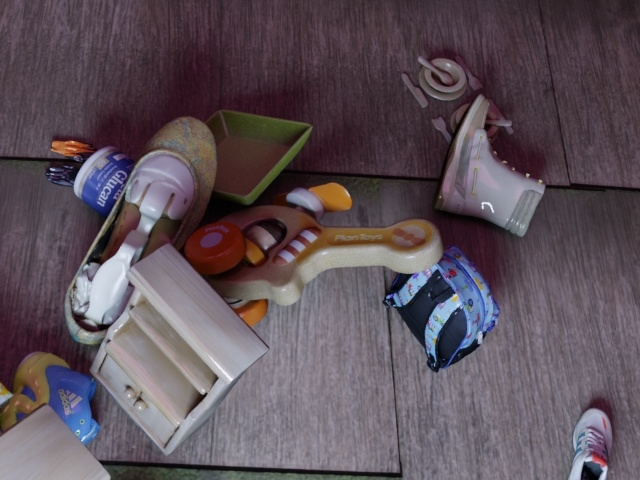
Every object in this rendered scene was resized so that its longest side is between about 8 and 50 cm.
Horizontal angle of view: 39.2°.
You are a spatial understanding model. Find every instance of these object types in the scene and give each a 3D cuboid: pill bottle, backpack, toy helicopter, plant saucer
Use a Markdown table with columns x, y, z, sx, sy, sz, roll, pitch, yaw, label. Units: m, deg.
| x | y | z | sx | sy | sz | roll | pitch | yaw | label |
| --- | --- | --- | --- | --- | --- | --- | --- | --- | --- |
| -0.271 | -0.057 | 1.327 | 0.169 | 0.094 | 0.094 | 35 | 61 | 11 | pill bottle |
| 0.182 | 0.080 | 1.280 | 0.117 | 0.173 | 0.158 | -26 | 67 | -22 | backpack |
| 0.000 | 0.000 | 1.266 | 0.355 | 0.140 | 0.235 | -1 | 39 | 20 | toy helicopter |
| -0.130 | -0.122 | 1.379 | 0.188 | 0.045 | 0.188 | 14 | 47 | 30 | plant saucer |

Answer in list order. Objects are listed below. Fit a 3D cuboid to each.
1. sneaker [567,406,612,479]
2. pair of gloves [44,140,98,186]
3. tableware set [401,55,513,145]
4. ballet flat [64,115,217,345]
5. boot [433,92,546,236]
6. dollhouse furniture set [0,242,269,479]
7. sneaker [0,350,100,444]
| x | y | z | sx | sy | sz | roll | pitch | yaw | label |
| --- | --- | --- | --- | --- | --- | --- | --- | --- | --- |
| 0.380 | 0.299 | 1.243 | 0.057 | 0.075 | 0.161 | 24 | 60 | 4 | sneaker |
| -0.384 | -0.119 | 1.394 | 0.074 | 0.010 | 0.083 | 7 | 62 | -7 | pair of gloves |
| 0.243 | -0.247 | 1.556 | 0.128 | 0.039 | 0.194 | -22 | 66 | -20 | tableware set |
| -0.241 | -0.013 | 1.217 | 0.123 | 0.123 | 0.348 | 28 | 87 | 7 | ballet flat |
| 0.288 | -0.123 | 1.463 | 0.165 | 0.077 | 0.213 | 19 | 72 | 2 | boot |
| -0.279 | 0.219 | 0.985 | 0.362 | 0.256 | 0.394 | 45 | 50 | 9 | dollhouse furniture set |
| -0.354 | 0.255 | 1.136 | 0.126 | 0.091 | 0.240 | 15 | 58 | -2 | sneaker |
